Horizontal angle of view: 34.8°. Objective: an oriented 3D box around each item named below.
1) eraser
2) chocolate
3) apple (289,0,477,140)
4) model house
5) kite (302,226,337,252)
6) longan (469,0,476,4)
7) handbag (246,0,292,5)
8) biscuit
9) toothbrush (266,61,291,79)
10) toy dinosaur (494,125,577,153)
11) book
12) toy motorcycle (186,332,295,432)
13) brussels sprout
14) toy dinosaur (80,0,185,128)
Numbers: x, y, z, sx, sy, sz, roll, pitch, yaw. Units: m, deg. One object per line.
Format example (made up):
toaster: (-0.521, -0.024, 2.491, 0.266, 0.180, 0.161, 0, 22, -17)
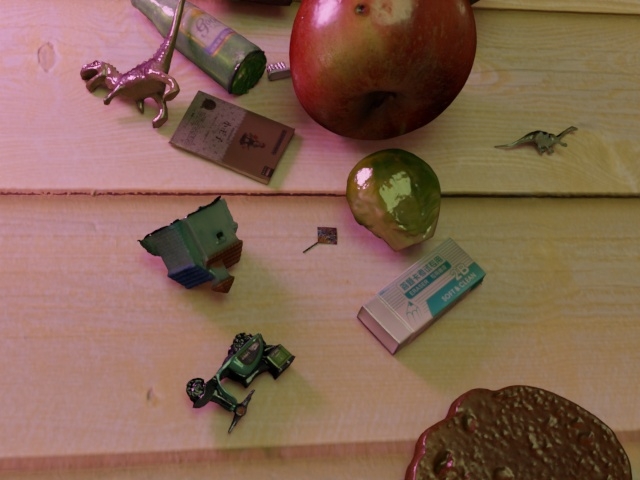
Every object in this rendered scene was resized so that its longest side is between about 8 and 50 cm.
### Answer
eraser: (0.174, 0.092, 1.732, 0.225, 0.052, 0.095, -35, 72, -28)
chocolate: (-0.240, -0.394, 1.935, 0.291, 0.110, 0.110, 38, 58, 16)
apple: (0.108, -0.351, 1.826, 0.348, 0.348, 0.277, -3, 64, -13)
model house: (-0.193, 0.024, 1.681, 0.148, 0.119, 0.149, -28, 90, -50)
kite: (-0.003, -0.005, 1.788, 0.078, 0.002, 0.044, -14, 62, -20)
longan: (0.167, -0.652, 2.002, 0.404, 0.436, 0.404, -18, 37, 14)
handbag: (-0.180, -0.559, 2.031, 0.235, 0.127, 0.213, 2, 55, -18)
biscuit: (0.306, 0.394, 1.553, 0.359, 0.074, 0.381, 30, 59, 10)
toothbrush: (0.054, -0.360, 2.015, 0.342, 0.025, 0.030, -14, 59, -18)
toy dinosaur: (0.429, -0.192, 1.978, 0.180, 0.037, 0.058, -6, 35, -23)
book: (-0.161, -0.191, 1.866, 0.198, 0.016, 0.138, 22, 56, 3)
toy motorcycle: (-0.128, 0.214, 1.590, 0.100, 0.058, 0.173, 41, 57, 9)
brussels sprout: (0.135, -0.075, 1.779, 0.161, 0.144, 0.181, -34, 92, -48)
toy dinosaur: (-0.306, -0.320, 1.852, 0.251, 0.072, 0.200, -38, 67, 10)
